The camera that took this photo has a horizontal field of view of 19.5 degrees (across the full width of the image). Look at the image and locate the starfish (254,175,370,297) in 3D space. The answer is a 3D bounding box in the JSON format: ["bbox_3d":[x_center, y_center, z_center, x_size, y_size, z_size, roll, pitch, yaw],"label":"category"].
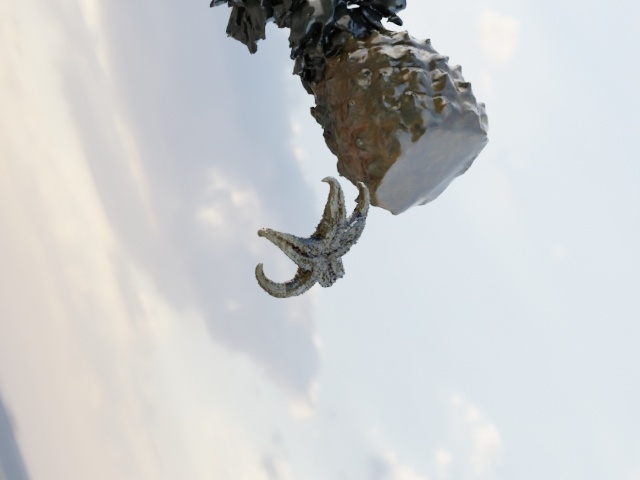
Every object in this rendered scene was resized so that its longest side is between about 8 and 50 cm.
[{"bbox_3d":[0.000,0.000,1.043,0.028,0.091,0.078,31,-31,26],"label":"starfish"}]

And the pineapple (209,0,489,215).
[{"bbox_3d":[0.011,-0.133,1.277,0.237,0.119,0.111,56,-23,23],"label":"pineapple"}]
